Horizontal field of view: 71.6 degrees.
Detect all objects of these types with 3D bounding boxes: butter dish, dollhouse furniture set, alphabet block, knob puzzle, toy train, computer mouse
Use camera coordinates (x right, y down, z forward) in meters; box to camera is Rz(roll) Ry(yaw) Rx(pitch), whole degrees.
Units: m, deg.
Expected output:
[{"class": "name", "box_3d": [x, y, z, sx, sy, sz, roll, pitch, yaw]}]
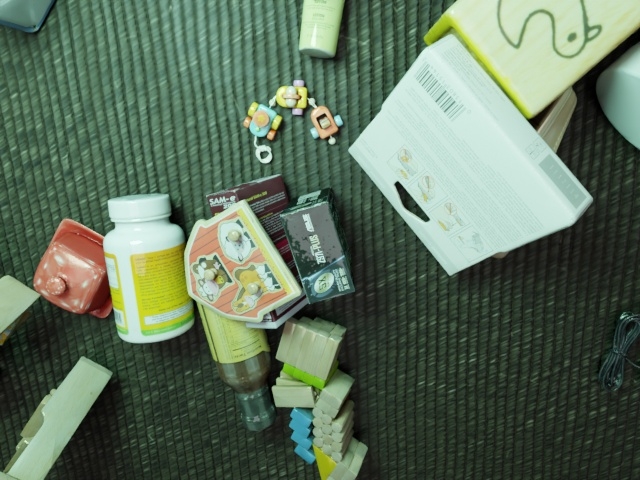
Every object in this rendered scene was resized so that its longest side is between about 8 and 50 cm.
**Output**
[{"class": "butter dish", "box_3d": [-0.457, 0.067, 0.818, 0.160, 0.118, 0.160, 31, 104, -5]}, {"class": "dollhouse furniture set", "box_3d": [-0.627, 0.268, 0.764, 0.394, 0.256, 0.362, 36, 118, -14]}, {"class": "alphabet block", "box_3d": [0.298, -0.312, 0.649, 0.197, 0.193, 0.192, -43, 96, 12]}, {"class": "knob puzzle", "box_3d": [-0.150, 0.053, 0.713, 0.213, 0.030, 0.213, 7, 110, 19]}, {"class": "toy train", "box_3d": [-0.051, -0.204, 0.768, 0.166, 0.046, 0.125, -22, 101, 8]}, {"class": "computer mouse", "box_3d": [0.669, 0.209, 0.826, 0.262, 0.060, 0.184, 6, 108, 14]}]

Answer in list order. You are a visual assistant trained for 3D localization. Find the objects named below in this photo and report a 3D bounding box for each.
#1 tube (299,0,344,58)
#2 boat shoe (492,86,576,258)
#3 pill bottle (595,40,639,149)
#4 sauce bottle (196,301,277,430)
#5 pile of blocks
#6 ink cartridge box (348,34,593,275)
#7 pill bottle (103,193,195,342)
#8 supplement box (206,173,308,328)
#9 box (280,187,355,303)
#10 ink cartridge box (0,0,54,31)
[{"class": "tube", "box_3d": [0.010, -0.422, 0.708, 0.070, 0.062, 0.240, 4, 101, -34]}, {"class": "boat shoe", "box_3d": [0.340, -0.109, 0.743, 0.098, 0.109, 0.302, 21, 110, -7]}, {"class": "pill bottle", "box_3d": [0.621, -0.304, 0.617, 0.392, 0.224, 0.224, -41, 98, 11]}, {"class": "sauce bottle", "box_3d": [-0.155, 0.191, 0.838, 0.111, 0.111, 0.345, -9, 104, 5]}, {"class": "pile of blocks", "box_3d": [0.003, 0.309, 0.866, 0.148, 0.112, 0.362, -5, 99, 22]}, {"class": "ink cartridge box", "box_3d": [0.205, -0.109, 0.690, 0.066, 0.261, 0.296, -37, 87, -28]}, {"class": "pill bottle", "box_3d": [-0.307, 0.044, 0.795, 0.136, 0.136, 0.246, -2, 103, 4]}, {"class": "supplement box", "box_3d": [-0.098, 0.017, 0.774, 0.073, 0.130, 0.240, -6, 105, 33]}, {"class": "box", "box_3d": [0.000, 0.000, 0.745, 0.077, 0.180, 0.147, -16, 103, 6]}, {"class": "ink cartridge box", "box_3d": [-0.569, -0.560, 0.656, 0.395, 0.151, 0.270, 38, 102, -7]}]
